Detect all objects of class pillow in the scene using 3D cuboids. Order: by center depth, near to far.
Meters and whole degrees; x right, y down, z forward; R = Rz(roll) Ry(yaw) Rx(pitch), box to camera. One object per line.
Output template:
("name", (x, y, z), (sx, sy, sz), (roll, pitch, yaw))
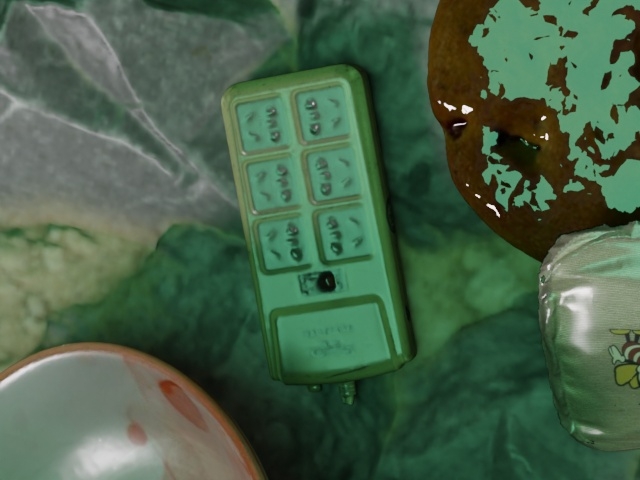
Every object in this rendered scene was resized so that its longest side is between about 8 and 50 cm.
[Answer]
("pillow", (0.214, 0.037, 0.809), (0.232, 0.038, 0.131), (-8, 121, 16))

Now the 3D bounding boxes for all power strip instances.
("power strip", (0.000, 0.000, 0.884), (0.076, 0.028, 0.169), (-10, 94, 16))

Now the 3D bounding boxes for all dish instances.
("dish", (-0.096, 0.183, 0.884), (0.260, 0.085, 0.260), (-8, 75, 35))

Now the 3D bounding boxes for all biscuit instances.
("biscuit", (0.153, -0.074, 0.827), (0.212, 0.036, 0.212), (3, 99, 16))
